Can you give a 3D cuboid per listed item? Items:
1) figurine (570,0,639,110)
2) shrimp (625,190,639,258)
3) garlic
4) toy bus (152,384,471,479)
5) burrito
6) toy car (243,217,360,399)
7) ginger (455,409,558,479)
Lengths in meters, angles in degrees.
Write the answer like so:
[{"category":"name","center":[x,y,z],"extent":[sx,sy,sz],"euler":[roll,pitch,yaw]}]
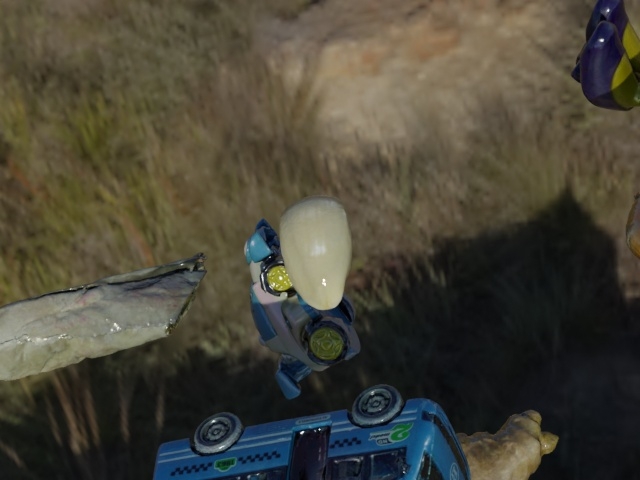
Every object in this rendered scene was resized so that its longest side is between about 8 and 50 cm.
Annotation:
[{"category":"figurine","center":[0.458,-0.140,1.605],"extent":[0.420,0.193,0.154],"euler":[9,34,20]},{"category":"shrimp","center":[0.364,-0.061,1.329],"extent":[0.152,0.063,0.287],"euler":[3,39,42]},{"category":"garlic","center":[0.000,0.001,0.898],"extent":[0.041,0.053,0.083],"euler":[-15,21,7]},{"category":"toy bus","center":[-0.010,0.211,1.247],"extent":[0.246,0.113,0.134],"euler":[-11,38,18]},{"category":"burrito","center":[-0.129,0.045,0.923],"extent":[0.149,0.041,0.055],"euler":[-14,53,-21]},{"category":"toy car","center":[-0.037,0.069,1.557],"extent":[0.098,0.161,0.126],"euler":[-40,10,9]},{"category":"ginger","center":[0.143,0.254,1.509],"extent":[0.137,0.074,0.213],"euler":[19,82,-9]}]
